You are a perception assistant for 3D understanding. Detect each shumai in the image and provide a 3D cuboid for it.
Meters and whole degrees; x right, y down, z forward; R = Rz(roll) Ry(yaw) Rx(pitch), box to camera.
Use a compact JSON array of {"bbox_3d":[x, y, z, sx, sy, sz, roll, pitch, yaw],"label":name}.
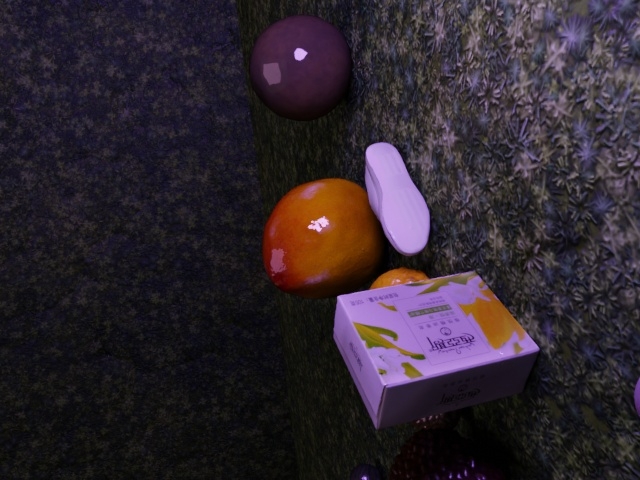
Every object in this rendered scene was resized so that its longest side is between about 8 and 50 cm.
[{"bbox_3d":[0.220,0.300,1.166,0.116,0.146,0.145,-5,-96,-63],"label":"shumai"}]

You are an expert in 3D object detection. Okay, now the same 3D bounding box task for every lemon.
[{"bbox_3d":[0.161,0.130,1.178,0.187,0.142,0.142,97,157,-61],"label":"lemon"}]

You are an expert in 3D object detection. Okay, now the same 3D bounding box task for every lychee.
[{"bbox_3d":[0.216,0.457,1.021,0.271,0.272,0.271,170,90,-75],"label":"lychee"}]

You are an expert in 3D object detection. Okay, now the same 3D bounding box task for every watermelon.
[{"bbox_3d":[0.134,0.700,1.726,0.105,0.105,0.133,107,172,-59],"label":"watermelon"}]

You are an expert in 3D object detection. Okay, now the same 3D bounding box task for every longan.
[{"bbox_3d":[-0.042,-0.408,1.394,0.258,0.258,0.257,170,90,-75],"label":"longan"}]

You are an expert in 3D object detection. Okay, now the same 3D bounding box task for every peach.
[{"bbox_3d":[-0.002,-0.005,1.371,0.289,0.308,0.288,14,106,56],"label":"peach"}]

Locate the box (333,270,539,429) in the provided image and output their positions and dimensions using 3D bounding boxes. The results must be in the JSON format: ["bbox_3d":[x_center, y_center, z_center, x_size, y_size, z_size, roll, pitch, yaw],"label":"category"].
[{"bbox_3d":[0.174,0.163,0.930,0.194,0.261,0.111,-120,29,-48],"label":"box"}]

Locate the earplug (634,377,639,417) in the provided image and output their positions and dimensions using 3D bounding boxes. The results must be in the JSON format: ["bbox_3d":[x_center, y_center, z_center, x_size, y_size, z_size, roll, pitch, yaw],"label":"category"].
[{"bbox_3d":[0.363,0.135,0.455,0.301,0.173,0.172,118,140,-76],"label":"earplug"}]

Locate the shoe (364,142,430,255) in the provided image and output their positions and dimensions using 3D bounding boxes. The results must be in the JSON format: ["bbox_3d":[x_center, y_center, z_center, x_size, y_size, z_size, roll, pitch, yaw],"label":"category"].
[{"bbox_3d":[0.150,-0.070,1.196,0.110,0.095,0.264,96,164,-61],"label":"shoe"}]
